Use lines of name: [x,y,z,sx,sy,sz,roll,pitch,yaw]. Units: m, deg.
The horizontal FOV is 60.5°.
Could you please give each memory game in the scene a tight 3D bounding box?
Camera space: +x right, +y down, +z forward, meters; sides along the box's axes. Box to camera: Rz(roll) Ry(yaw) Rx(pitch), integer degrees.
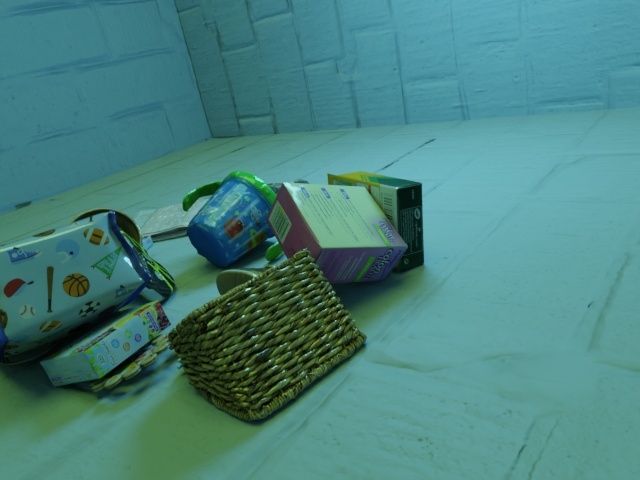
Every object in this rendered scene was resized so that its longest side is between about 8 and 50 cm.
memory game: [-0.386,0.245,1.120,0.186,0.012,0.186,-25,13,6]

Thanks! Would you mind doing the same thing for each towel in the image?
towel: [-0.598,-0.073,2.095,0.317,0.053,0.332,-10,21,5]

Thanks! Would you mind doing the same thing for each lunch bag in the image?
lunch bag: [-0.624,0.118,1.267,0.328,0.238,0.385,-23,-9,-35]

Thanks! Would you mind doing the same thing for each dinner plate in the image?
dinner plate: [-0.695,0.261,1.315,0.141,0.017,0.141,-10,21,4]

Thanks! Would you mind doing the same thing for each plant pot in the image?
plant pot: [-0.681,0.024,1.729,0.237,0.237,0.109,-20,-19,-21]

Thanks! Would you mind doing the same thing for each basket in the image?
basket: [-0.108,0.193,1.054,0.299,0.223,0.213,-30,-6,-39]

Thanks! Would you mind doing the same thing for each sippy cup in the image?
sippy cup: [-0.259,-0.049,1.605,0.306,0.240,0.224,0,37,46]

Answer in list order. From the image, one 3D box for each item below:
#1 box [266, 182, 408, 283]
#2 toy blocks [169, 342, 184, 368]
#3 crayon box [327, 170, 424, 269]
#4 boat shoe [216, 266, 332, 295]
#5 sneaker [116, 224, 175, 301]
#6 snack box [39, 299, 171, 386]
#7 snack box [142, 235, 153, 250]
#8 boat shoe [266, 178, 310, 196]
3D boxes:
box: [0.034,-0.018,1.260,0.243,0.117,0.213,-2,45,-35]
toy blocks: [-0.267,0.213,1.146,0.123,0.054,0.148,2,25,32]
crayon box: [0.137,-0.066,1.428,0.083,0.203,0.323,-14,19,-27]
boat shoe: [-0.107,0.110,1.273,0.285,0.102,0.092,3,20,26]
sneaker: [-0.533,0.092,1.533,0.147,0.145,0.385,-48,40,-10]
snack box: [-0.454,0.218,1.168,0.175,0.070,0.207,-17,13,36]
snack box: [-0.648,0.029,1.870,0.100,0.037,0.141,-9,21,12]
boat shoe: [-0.185,-0.148,1.967,0.324,0.123,0.116,-10,9,-34]
